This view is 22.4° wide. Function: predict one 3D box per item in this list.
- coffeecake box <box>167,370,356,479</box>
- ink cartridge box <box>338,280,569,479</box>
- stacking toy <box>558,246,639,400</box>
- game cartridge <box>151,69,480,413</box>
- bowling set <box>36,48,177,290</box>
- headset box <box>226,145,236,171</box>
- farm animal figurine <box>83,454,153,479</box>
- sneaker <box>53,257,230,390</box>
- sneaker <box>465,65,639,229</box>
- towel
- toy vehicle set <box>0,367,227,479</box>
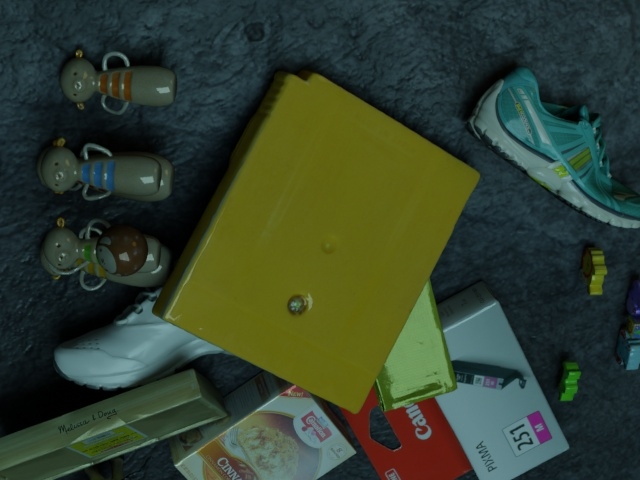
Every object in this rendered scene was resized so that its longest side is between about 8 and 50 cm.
[{"bbox_3d":[-0.073,0.253,2.014,0.185,0.068,0.142,-35,121,5],"label":"coffeecake box"},{"bbox_3d":[0.160,0.215,2.064,0.239,0.060,0.275,-29,122,0],"label":"ink cartridge box"},{"bbox_3d":[0.400,0.108,2.077,0.167,0.052,0.221,0,121,-14],"label":"stacking toy"},{"bbox_3d":[0.000,0.000,1.845,0.285,0.052,0.324,29,86,-28],"label":"game cartridge"},{"bbox_3d":[-0.244,-0.045,1.716,0.154,0.200,0.287,5,113,4],"label":"bowling set"},{"bbox_3d":[-0.077,-0.063,1.853,0.062,0.032,0.083,3,117,-17],"label":"headset box"},{"bbox_3d":[-0.278,0.461,2.013,0.326,0.172,0.330,-28,122,1],"label":"farm animal figurine"},{"bbox_3d":[-0.172,0.085,1.885,0.297,0.111,0.129,-18,110,-13],"label":"sneaker"},{"bbox_3d":[0.297,-0.101,1.899,0.275,0.107,0.110,34,96,-29],"label":"sneaker"},{"bbox_3d":[0.091,0.085,1.946,0.102,0.021,0.237,-16,104,-1],"label":"towel"},{"bbox_3d":[-0.251,0.223,1.896,0.266,0.035,0.166,-20,165,1],"label":"toy vehicle set"}]
